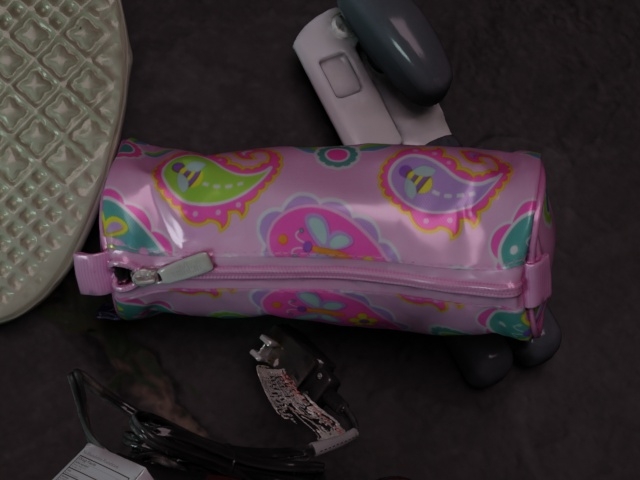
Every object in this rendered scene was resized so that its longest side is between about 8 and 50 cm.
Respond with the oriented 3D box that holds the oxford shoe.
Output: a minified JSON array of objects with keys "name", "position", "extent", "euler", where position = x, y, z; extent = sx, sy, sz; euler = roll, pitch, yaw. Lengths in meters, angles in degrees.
[{"name":"oxford shoe","position":[-0.215,-0.165,1.201],"extent":[0.169,0.130,0.449],"euler":[0,81,-17]}]

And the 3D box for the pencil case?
[{"name":"pencil case","position":[0.000,0.000,1.129],"extent":[0.284,0.124,0.124],"euler":[2,65,7]}]

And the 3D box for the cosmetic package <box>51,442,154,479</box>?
[{"name":"cosmetic package","position":[-0.087,0.229,1.002],"extent":[0.099,0.060,0.239],"euler":[-44,124,-23]}]

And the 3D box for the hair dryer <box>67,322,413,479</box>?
[{"name":"hair dryer","position":[-0.010,0.180,1.067],"extent":[0.293,0.080,0.223],"euler":[48,34,22]}]

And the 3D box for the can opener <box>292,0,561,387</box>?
[{"name":"can opener","position":[0.071,-0.046,1.212],"extent":[0.076,0.095,0.283],"euler":[-21,72,-18]}]
